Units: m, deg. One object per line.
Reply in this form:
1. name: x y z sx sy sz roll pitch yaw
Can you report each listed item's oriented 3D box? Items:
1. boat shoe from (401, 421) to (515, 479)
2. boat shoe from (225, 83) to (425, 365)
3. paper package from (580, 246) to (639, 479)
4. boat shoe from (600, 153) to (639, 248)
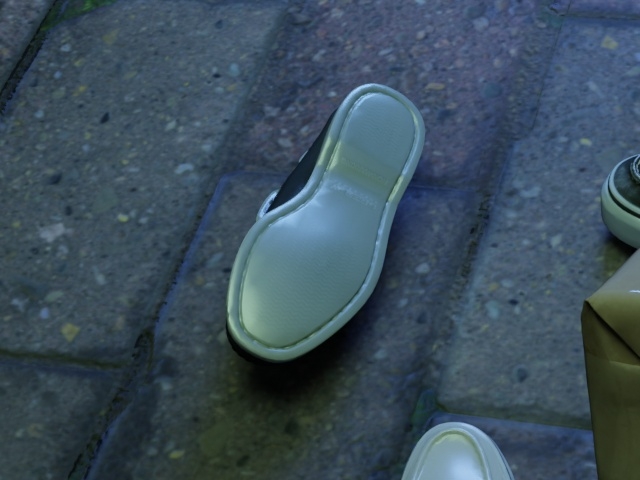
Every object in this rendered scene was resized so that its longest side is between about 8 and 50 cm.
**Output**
1. boat shoe: 0.087 0.221 1.331 0.096 0.088 0.267 1 45 13
2. boat shoe: 0.000 0.000 1.581 0.114 0.091 0.302 36 52 -1
3. paper package: 0.368 0.071 1.271 0.309 0.168 0.325 7 23 27
4. boat shoe: 0.392 -0.052 1.528 0.335 0.119 0.121 2 45 14
